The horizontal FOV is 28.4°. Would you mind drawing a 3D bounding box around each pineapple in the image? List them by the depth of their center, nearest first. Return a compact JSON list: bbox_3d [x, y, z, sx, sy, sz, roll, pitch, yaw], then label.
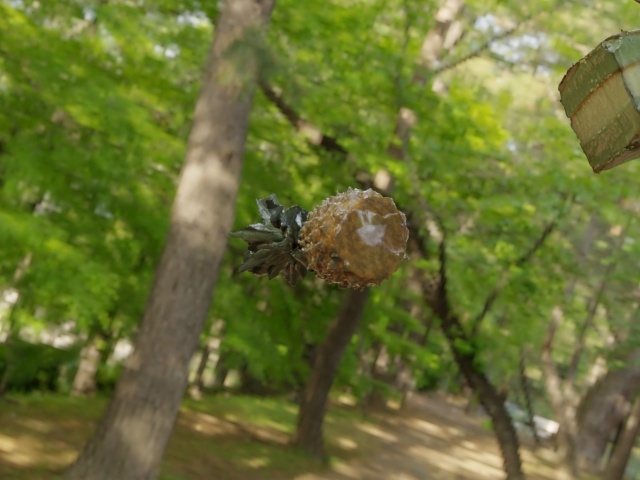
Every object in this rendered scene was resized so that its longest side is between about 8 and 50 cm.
[{"bbox_3d":[0.000,0.000,1.464,0.130,0.119,0.277,-7,3,-28],"label":"pineapple"}]

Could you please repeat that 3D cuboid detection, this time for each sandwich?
[{"bbox_3d":[0.477,-0.219,1.792,0.198,0.155,0.227,-21,-9,-10],"label":"sandwich"}]

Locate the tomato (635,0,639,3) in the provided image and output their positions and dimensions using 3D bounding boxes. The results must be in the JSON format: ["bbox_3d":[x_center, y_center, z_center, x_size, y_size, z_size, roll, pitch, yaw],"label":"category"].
[{"bbox_3d":[0.422,-0.346,1.483,0.180,0.155,0.214,10,5,-29],"label":"tomato"}]
